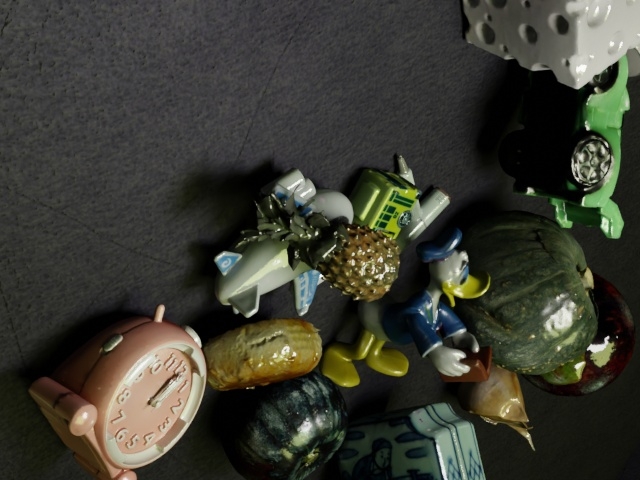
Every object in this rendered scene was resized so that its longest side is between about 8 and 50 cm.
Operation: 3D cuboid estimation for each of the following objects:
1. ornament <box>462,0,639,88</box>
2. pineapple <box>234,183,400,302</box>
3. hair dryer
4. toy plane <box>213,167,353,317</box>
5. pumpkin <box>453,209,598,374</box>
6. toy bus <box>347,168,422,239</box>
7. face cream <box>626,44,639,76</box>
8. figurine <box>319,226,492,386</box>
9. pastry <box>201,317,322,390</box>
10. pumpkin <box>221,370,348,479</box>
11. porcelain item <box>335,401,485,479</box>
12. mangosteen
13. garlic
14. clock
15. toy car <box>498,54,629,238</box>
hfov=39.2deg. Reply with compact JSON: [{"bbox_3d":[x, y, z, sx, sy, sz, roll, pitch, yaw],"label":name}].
[{"bbox_3d":[0.383,-0.425,1.402,0.239,0.240,0.239,-37,138,-20],"label":"ornament"},{"bbox_3d":[0.000,0.000,1.289,0.251,0.125,0.125,24,100,-29],"label":"pineapple"},{"bbox_3d":[0.144,-0.073,1.591,0.155,0.044,0.183,-47,136,-10],"label":"hair dryer"},{"bbox_3d":[-0.053,0.013,1.386,0.267,0.123,0.266,-28,135,-32],"label":"toy plane"},{"bbox_3d":[0.392,0.103,1.722,0.258,0.327,0.291,-21,146,22],"label":"pumpkin"},{"bbox_3d":[0.084,-0.032,1.515,0.101,0.088,0.175,14,109,-47],"label":"toy bus"},{"bbox_3d":[0.559,-0.411,1.641,0.153,0.177,0.177,-52,142,-6],"label":"face cream"},{"bbox_3d":[0.182,0.134,1.576,0.205,0.284,0.338,-13,130,-49],"label":"figurine"},{"bbox_3d":[-0.097,0.186,1.437,0.182,0.093,0.193,-21,165,30],"label":"pastry"},{"bbox_3d":[-0.060,0.329,1.571,0.233,0.163,0.233,-34,154,-19],"label":"pumpkin"},{"bbox_3d":[0.180,0.481,1.808,0.157,0.282,0.285,-2,78,-49],"label":"porcelain item"},{"bbox_3d":[0.539,0.200,1.989,0.311,0.311,0.311,-26,134,-30],"label":"mangosteen"},{"bbox_3d":[0.413,0.386,2.090,0.151,0.196,0.338,-34,152,-2],"label":"garlic"},{"bbox_3d":[-0.277,0.210,1.306,0.241,0.142,0.227,-44,142,-27],"label":"clock"},{"bbox_3d":[0.446,-0.193,1.584,0.177,0.213,0.358,4,96,-27],"label":"toy car"}]
